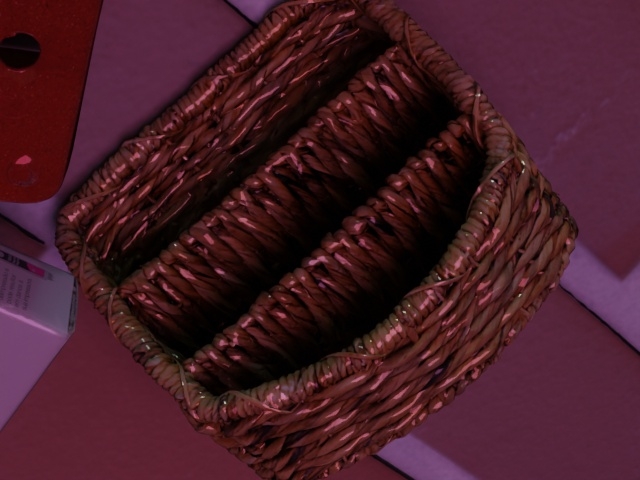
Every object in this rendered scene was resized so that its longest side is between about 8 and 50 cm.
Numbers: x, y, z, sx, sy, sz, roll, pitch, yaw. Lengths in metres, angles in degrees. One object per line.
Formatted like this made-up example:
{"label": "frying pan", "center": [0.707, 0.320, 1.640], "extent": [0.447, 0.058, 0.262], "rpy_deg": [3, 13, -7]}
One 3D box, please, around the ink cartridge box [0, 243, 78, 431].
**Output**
{"label": "ink cartridge box", "center": [-0.372, 0.081, 0.823], "extent": [0.330, 0.071, 0.324], "rpy_deg": [28, 121, -23]}

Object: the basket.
{"label": "basket", "center": [0.000, 0.000, 0.920], "extent": [0.299, 0.213, 0.223], "rpy_deg": [-40, 125, 0]}

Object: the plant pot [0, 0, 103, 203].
{"label": "plant pot", "center": [-0.223, -0.164, 0.687], "extent": [0.267, 0.236, 0.267], "rpy_deg": [4, 126, -23]}
